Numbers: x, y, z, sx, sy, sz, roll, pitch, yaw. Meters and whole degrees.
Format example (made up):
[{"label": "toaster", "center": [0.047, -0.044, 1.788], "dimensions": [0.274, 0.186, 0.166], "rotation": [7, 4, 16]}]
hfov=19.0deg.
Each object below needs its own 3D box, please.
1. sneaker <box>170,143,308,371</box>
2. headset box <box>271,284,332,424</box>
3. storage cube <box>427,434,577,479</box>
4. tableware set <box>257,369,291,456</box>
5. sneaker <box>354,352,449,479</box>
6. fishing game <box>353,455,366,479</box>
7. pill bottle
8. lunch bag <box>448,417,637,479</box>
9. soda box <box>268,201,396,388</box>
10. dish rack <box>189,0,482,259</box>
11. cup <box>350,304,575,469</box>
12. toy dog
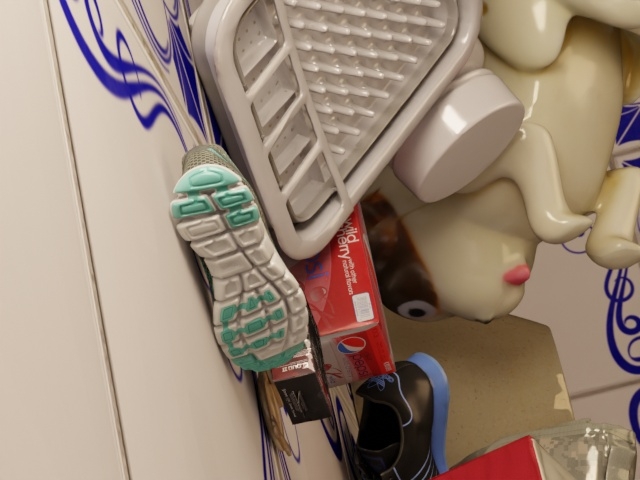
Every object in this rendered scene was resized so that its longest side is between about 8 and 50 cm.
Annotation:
[{"label": "sneaker", "center": [-0.051, 0.008, 1.231], "dimensions": [0.076, 0.065, 0.166], "rotation": [-105, 180, -58]}, {"label": "headset box", "center": [-0.016, 0.083, 1.337], "dimensions": [0.062, 0.032, 0.083], "rotation": [70, 10, -53]}, {"label": "storage cube", "center": [0.161, 0.318, 1.685], "dimensions": [0.215, 0.193, 0.183], "rotation": [45, 25, -43]}, {"label": "tableware set", "center": [-0.044, 0.063, 1.381], "dimensions": [0.141, 0.020, 0.168], "rotation": [71, 6, -45]}, {"label": "sneaker", "center": [0.078, 0.226, 1.847], "dimensions": [0.081, 0.090, 0.232], "rotation": [14, -63, 48]}, {"label": "fishing game", "center": [0.064, 0.266, 1.958], "dimensions": [0.264, 0.041, 0.189], "rotation": [-73, 147, -65]}, {"label": "pill bottle", "center": [0.056, -0.181, 1.849], "dimensions": [0.283, 0.160, 0.160], "rotation": [48, -5, 19]}, {"label": "lunch bag", "center": [0.216, 0.323, 1.905], "dimensions": [0.287, 0.169, 0.235], "rotation": [136, -36, -58]}, {"label": "soda box", "center": [0.000, 0.000, 1.727], "dimensions": [0.092, 0.083, 0.263], "rotation": [69, 8, -54]}, {"label": "dish rack", "center": [0.011, -0.181, 1.612], "dimensions": [0.333, 0.072, 0.285], "rotation": [-51, 142, -28]}, {"label": "cup", "center": [0.177, 0.209, 2.264], "dimensions": [0.331, 0.237, 0.331], "rotation": [-15, 90, -86]}, {"label": "toy dog", "center": [0.171, -0.102, 2.012], "dimensions": [0.284, 0.395, 0.408], "rotation": [7, 110, -63]}]
